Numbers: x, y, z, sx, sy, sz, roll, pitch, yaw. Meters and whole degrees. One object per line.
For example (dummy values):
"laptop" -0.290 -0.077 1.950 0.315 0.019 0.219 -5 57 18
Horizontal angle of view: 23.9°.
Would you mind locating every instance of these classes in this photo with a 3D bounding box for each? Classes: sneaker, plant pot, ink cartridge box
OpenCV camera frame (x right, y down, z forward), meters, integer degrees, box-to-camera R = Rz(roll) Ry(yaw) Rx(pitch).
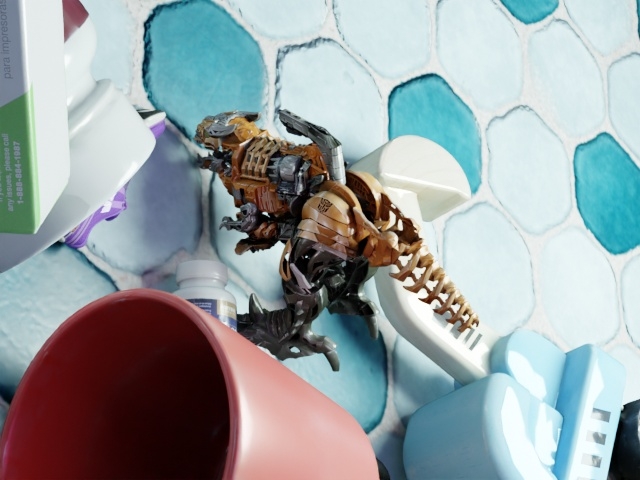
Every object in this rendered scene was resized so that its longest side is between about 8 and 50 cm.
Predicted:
"sneaker" -0.199 -0.060 1.404 0.170 0.068 0.071 -53 129 -32
"plant pot" -0.096 0.199 1.281 0.243 0.275 0.275 26 59 -47
"ink cartridge box" -0.320 -0.118 1.033 0.115 0.273 0.198 -81 173 -66

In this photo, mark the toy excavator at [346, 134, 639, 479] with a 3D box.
"toy excavator" 0.179 0.154 1.611 0.445 0.222 0.433 35 52 -21

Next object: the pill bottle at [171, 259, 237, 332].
"pill bottle" -0.112 0.082 1.425 0.067 0.067 0.120 15 66 -41

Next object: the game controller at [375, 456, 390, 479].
"game controller" 0.020 0.358 1.480 0.166 0.067 0.319 22 61 -55

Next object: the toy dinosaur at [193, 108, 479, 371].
"toy dinosaur" 0.000 0.000 1.446 0.164 0.218 0.322 -12 42 -32

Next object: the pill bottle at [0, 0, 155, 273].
"pill bottle" -0.319 -0.178 1.194 0.392 0.224 0.224 54 46 -18
